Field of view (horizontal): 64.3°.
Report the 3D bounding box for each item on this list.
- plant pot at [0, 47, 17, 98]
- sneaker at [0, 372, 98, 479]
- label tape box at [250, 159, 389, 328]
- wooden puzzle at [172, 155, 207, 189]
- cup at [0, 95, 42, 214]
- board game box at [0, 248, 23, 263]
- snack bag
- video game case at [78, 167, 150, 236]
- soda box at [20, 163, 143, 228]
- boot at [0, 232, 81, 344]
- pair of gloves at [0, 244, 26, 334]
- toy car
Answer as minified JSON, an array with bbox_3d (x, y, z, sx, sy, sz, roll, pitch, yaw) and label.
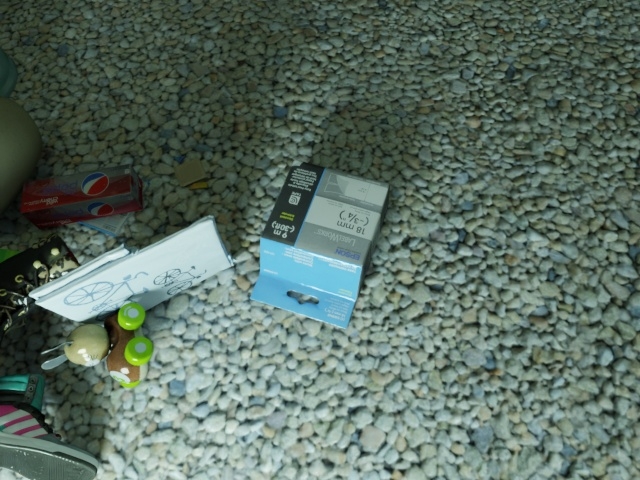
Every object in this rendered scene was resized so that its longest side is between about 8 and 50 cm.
[{"bbox_3d":[-1.040,-0.496,1.407,0.293,0.196,0.293,-1,64,2],"label":"plant pot"},{"bbox_3d":[-0.567,0.361,1.008,0.295,0.124,0.178,26,30,-17],"label":"sneaker"},{"bbox_3d":[0.000,0.000,1.162,0.240,0.106,0.334,16,65,11],"label":"label tape box"},{"bbox_3d":[-0.337,-0.174,1.316,0.078,0.014,0.116,-16,64,-10],"label":"wooden puzzle"},{"bbox_3d":[-0.829,-0.226,1.225,0.331,0.331,0.237,20,41,12],"label":"cup"},{"bbox_3d":[-0.754,0.076,1.162,0.259,0.039,0.124,9,58,2],"label":"board game box"},{"bbox_3d":[-0.343,0.069,1.022,0.342,0.323,0.037,-28,74,-11],"label":"snack bag"},{"bbox_3d":[-0.524,-0.099,1.286,0.119,0.015,0.166,19,66,12],"label":"video game case"},{"bbox_3d":[-0.574,-0.106,1.236,0.263,0.083,0.092,-11,63,-1],"label":"soda box"},{"bbox_3d":[-0.592,0.125,0.975,0.284,0.138,0.377,-35,29,-21],"label":"boot"},{"bbox_3d":[-0.793,0.140,1.167,0.204,0.042,0.240,-23,66,-9],"label":"pair of gloves"},{"bbox_3d":[-0.446,0.222,1.008,0.188,0.155,0.149,-6,59,-32],"label":"toy car"}]
